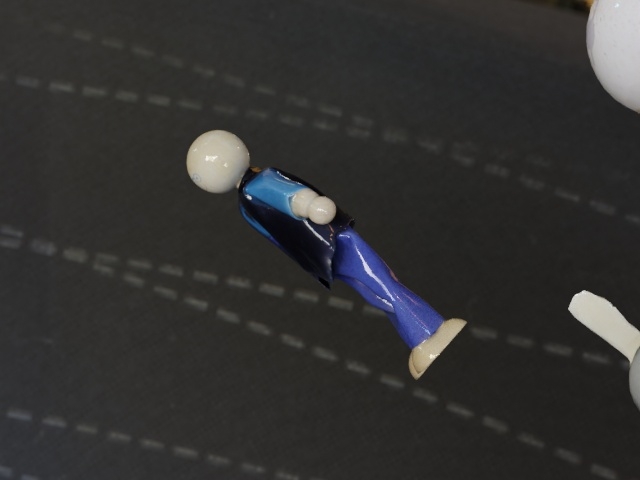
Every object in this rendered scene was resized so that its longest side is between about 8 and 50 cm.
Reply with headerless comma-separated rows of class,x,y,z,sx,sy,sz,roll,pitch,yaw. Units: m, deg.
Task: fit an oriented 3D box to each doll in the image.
doll,0.000,0.000,0.754,0.189,0.046,0.129,41,-8,8

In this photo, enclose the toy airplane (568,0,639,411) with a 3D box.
toy airplane,0.257,-0.068,0.609,0.272,0.384,0.386,18,53,9
